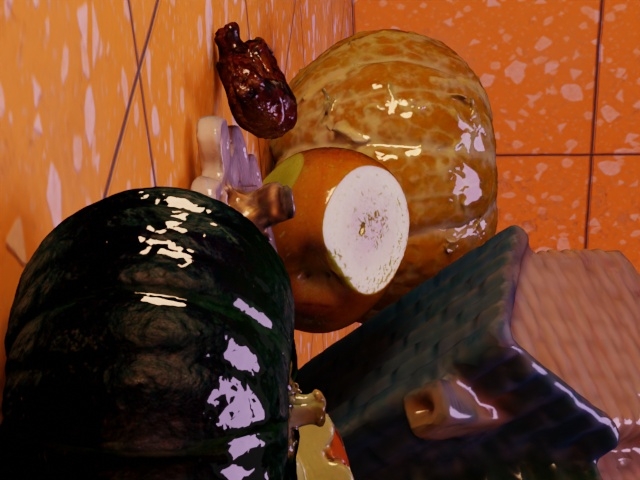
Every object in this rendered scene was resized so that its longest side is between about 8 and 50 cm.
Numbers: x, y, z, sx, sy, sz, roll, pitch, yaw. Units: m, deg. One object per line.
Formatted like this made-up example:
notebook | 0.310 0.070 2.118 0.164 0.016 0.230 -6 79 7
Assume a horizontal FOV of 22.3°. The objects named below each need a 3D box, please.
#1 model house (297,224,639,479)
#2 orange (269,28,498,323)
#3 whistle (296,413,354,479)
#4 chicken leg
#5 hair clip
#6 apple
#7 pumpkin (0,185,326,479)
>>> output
model house | 0.151 0.263 1.564 0.400 0.395 0.445 7 56 -57
orange | 0.067 -0.066 1.757 0.329 0.249 0.329 -177 -90 -88
whistle | -0.030 0.187 1.333 0.288 0.106 0.131 65 4 -87
chicken leg | -0.053 -0.122 1.296 0.089 0.048 0.219 54 8 -20
hair clip | -0.061 -0.026 1.283 0.257 0.075 0.146 -169 -117 -87
apple | 0.004 0.004 1.482 0.146 0.163 0.147 44 37 -17
pumpkin | -0.068 0.077 0.720 0.202 0.140 0.202 3 90 -87
